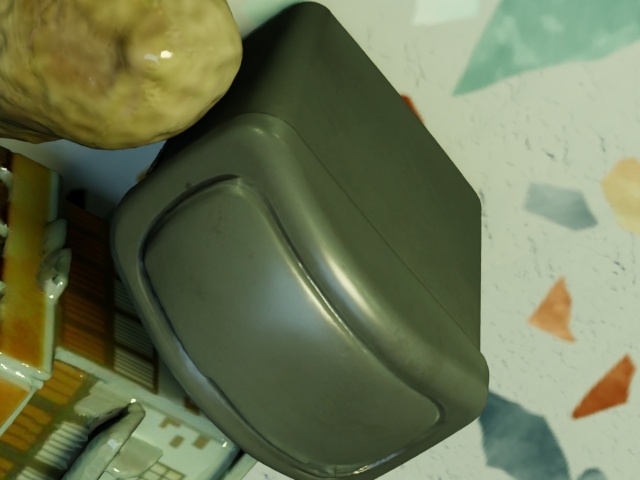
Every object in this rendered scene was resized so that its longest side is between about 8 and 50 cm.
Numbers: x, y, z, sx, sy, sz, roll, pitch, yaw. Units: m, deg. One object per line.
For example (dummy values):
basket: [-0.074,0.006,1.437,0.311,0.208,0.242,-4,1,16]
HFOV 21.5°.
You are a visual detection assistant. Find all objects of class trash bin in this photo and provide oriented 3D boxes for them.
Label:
trash bin: [0.000,0.000,0.794,0.101,0.236,0.176,-35,109,23]

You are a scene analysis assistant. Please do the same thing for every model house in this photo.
model house: [-0.148,0.090,0.884,0.215,0.198,0.224,28,117,-26]

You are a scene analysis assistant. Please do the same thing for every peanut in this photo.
peanut: [-0.115,-0.096,0.785,0.120,0.236,0.110,41,74,-34]
